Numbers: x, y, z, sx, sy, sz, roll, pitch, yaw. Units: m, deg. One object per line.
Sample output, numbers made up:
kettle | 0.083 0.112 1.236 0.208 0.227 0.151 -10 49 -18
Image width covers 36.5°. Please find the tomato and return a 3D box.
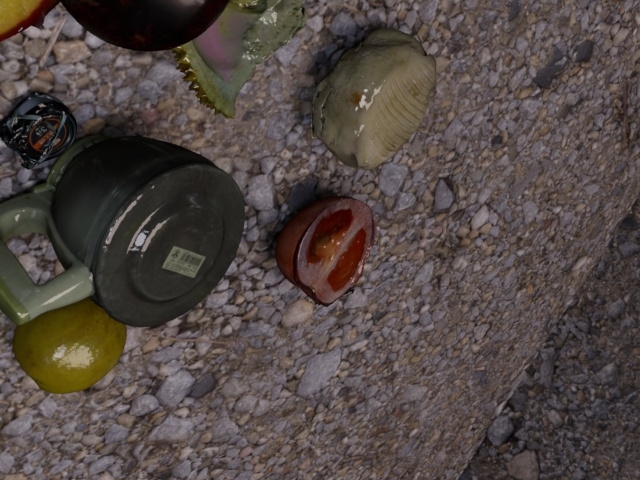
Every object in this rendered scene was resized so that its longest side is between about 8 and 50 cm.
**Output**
tomato | 0.000 0.000 1.742 0.199 0.112 0.228 -52 145 -13

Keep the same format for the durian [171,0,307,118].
durian | -0.100 -0.318 1.296 0.306 0.166 0.172 -47 149 -23

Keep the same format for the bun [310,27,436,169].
bun | 0.079 -0.231 1.598 0.239 0.141 0.239 -36 146 -30

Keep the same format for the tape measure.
tape measure | -0.363 -0.141 1.252 0.094 0.054 0.091 -38 145 -7

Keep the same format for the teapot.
teapot | -0.285 -0.006 1.302 0.322 0.239 0.239 -48 145 -13

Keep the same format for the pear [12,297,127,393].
pear | -0.368 0.147 1.426 0.162 0.149 0.149 -35 142 -24

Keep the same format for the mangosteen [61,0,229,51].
mangosteen | -0.201 -0.331 1.077 0.231 0.231 0.289 -53 -172 2

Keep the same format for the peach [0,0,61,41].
peach | -0.390 -0.315 0.920 0.361 0.201 0.258 -21 132 7
